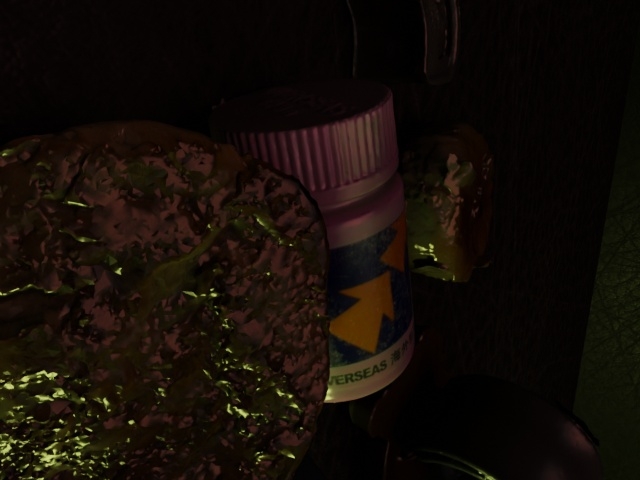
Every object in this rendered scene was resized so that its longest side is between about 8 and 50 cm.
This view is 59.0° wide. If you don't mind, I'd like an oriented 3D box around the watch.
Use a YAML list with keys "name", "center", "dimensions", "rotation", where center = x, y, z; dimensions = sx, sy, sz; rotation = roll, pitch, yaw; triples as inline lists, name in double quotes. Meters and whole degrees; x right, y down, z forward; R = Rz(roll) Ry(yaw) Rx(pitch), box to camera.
- name: "watch"
  center: [0.245, 0.338, 0.882]
  dimensions: [0.314, 0.326, 0.335]
  rotation: [-46, 134, -34]

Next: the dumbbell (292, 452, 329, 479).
- name: "dumbbell"
  center: [-0.117, 0.337, 0.557]
  dimensions: [0.324, 0.160, 0.144]
  rotation: [-19, 145, -49]

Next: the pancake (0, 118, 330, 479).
- name: "pancake"
  center: [-0.138, 0.086, 0.417]
  dimensions: [0.356, 0.065, 0.356]
  rotation: [-10, 114, -25]

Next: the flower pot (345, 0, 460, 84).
- name: "flower pot"
  center: [0.092, -0.290, 0.658]
  dimensions: [0.103, 0.108, 0.229]
  rotation: [-38, 129, -38]

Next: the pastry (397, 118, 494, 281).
- name: "pastry"
  center: [0.196, -0.058, 0.845]
  dimensions: [0.257, 0.120, 0.236]
  rotation: [6, 89, -59]

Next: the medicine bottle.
- name: "medicine bottle"
  center: [0.000, 0.000, 0.571]
  dimensions: [0.178, 0.178, 0.291]
  rotation: [-37, 130, -41]
